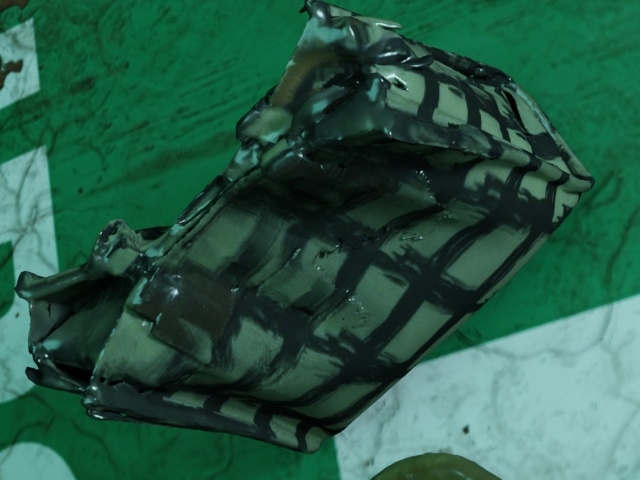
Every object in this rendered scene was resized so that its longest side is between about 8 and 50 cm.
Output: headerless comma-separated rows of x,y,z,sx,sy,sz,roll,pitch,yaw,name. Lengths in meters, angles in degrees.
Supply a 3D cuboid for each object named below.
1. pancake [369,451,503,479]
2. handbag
0.078,0.270,1.078,0.242,0.050,0.241,-9,72,29,pancake
0.000,0.000,1.036,0.325,0.327,0.162,-45,63,16,handbag
